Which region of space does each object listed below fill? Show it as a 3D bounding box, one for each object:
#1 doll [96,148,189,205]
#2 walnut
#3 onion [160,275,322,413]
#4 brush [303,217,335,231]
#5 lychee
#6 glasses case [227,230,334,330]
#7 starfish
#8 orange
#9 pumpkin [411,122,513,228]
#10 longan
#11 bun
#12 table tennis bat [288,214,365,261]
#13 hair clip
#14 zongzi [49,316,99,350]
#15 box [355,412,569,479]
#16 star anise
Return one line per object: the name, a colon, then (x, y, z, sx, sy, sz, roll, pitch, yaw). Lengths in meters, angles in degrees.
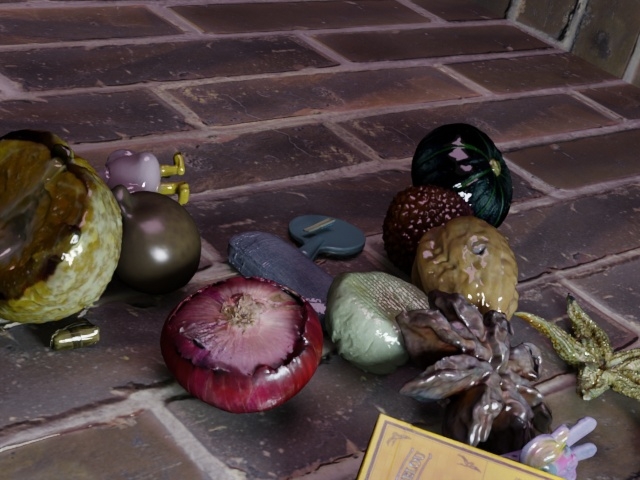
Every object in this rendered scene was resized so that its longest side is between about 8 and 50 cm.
doll: (-0.422, -0.099, 2.066, 0.365, 0.094, 0.160, -11, 44, -5)
walnut: (0.254, 0.069, 2.034, 0.198, 0.198, 0.245, 8, 48, -13)
onion: (-0.116, 0.161, 1.736, 0.248, 0.161, 0.248, 4, 23, -2)
brush: (-0.003, -0.027, 2.231, 0.016, 0.013, 0.083, 19, 26, 34)
lychee: (0.207, -0.010, 2.206, 0.188, 0.188, 0.188, 12, 28, -6)
glasses case: (-0.053, 0.066, 2.040, 0.109, 0.067, 0.282, -19, 45, -41)
starfish: (0.489, 0.212, 2.030, 0.347, 0.078, 0.358, 30, 31, 25)
orange: (-0.435, -0.003, 1.806, 0.368, 0.271, 0.210, 42, -5, 42)
pumpkin: (0.268, -0.109, 2.403, 0.248, 0.248, 0.248, 12, 28, -6)
longan: (-0.287, -0.004, 1.920, 0.159, 0.204, 0.185, -33, 22, 0)
bun: (0.096, 0.144, 1.900, 0.212, 0.126, 0.204, 8, 34, -34)
table tennis bat: (0.000, 0.000, 2.223, 0.153, 0.040, 0.244, 19, 24, 12)
hair clip: (0.281, 0.337, 1.656, 0.278, 0.137, 0.090, -14, 25, -11)
zongzi: (-0.386, 0.138, 1.775, 0.076, 0.040, 0.083, -9, 24, -28)
box: (0.185, 0.368, 1.506, 0.301, 0.084, 0.193, 18, 54, 6)
star anise: (0.248, 0.208, 1.791, 0.331, 0.117, 0.332, 28, 38, -24)
